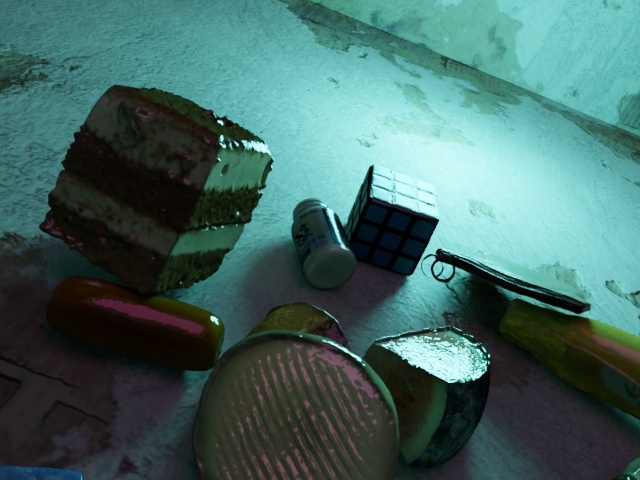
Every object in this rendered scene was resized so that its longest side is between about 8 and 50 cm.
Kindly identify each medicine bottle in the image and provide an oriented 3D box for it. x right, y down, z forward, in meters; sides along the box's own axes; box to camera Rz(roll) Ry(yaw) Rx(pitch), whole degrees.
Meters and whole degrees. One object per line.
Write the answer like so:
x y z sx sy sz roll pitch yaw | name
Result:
0.000 0.000 1.387 0.106 0.107 0.192 6 37 -22 | medicine bottle

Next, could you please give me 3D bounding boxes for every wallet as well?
0.404 0.086 1.444 0.335 0.068 0.274 20 10 24 | wallet

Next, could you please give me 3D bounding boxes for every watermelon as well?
0.183 0.214 1.129 0.226 0.148 0.318 31 28 -1 | watermelon

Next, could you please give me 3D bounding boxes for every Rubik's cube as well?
0.153 -0.044 1.484 0.160 0.162 0.163 18 33 -6 | Rubik's cube

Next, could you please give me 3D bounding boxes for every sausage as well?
-0.284 0.129 1.059 0.274 0.105 0.105 17 34 -7 | sausage

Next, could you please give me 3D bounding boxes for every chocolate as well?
0.565 0.251 1.336 0.445 0.162 0.162 25 33 21 | chocolate

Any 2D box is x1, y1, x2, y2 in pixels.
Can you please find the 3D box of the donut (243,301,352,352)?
-0.017 0.204 1.067 0.295 0.151 0.112 40 47 24 | donut

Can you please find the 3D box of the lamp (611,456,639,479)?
0.579 0.409 1.149 0.250 0.101 0.101 5 37 -30 | lamp

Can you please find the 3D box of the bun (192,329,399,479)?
-0.031 0.265 0.930 0.287 0.146 0.288 -2 72 7 | bun

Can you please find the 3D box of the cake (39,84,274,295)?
-0.266 -0.089 1.143 0.255 0.291 0.282 27 13 14 | cake

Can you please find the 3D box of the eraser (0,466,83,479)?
-0.339 0.383 0.723 0.144 0.043 0.312 9 36 -18 | eraser
